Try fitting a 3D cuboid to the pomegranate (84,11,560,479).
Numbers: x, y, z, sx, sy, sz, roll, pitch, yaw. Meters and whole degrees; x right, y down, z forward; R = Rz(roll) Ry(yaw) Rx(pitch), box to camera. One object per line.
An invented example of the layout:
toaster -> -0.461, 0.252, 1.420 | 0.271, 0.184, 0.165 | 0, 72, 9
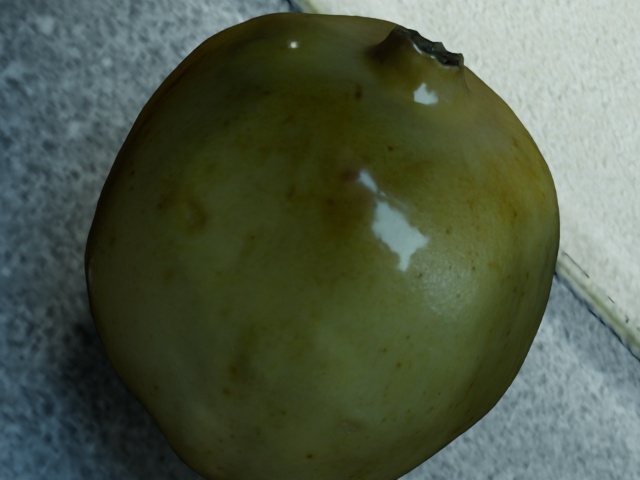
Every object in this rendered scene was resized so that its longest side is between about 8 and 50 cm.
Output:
pomegranate -> -0.002, 0.006, 0.921 | 0.233, 0.233, 0.233 | 19, 58, -34
